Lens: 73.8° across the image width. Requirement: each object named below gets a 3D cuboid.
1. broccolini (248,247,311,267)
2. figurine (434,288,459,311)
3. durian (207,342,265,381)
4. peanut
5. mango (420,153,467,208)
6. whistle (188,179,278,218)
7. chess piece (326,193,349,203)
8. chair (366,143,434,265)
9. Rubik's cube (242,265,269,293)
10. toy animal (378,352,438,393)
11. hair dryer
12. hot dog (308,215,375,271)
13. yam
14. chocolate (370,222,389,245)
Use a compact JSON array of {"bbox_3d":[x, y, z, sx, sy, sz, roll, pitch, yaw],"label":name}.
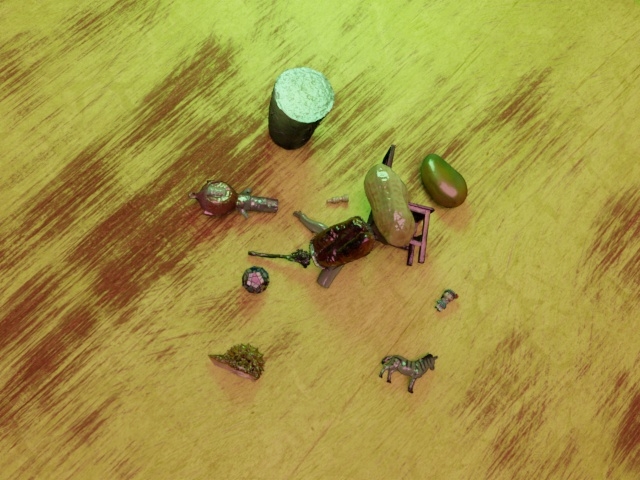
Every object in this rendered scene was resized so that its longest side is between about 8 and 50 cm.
[{"bbox_3d":[-0.162,0.062,1.677,0.254,0.058,0.071,4,64,0],"label":"broccolini"},{"bbox_3d":[0.518,0.249,1.756,0.060,0.047,0.106,41,82,9],"label":"figurine"},{"bbox_3d":[-0.318,0.457,1.611,0.224,0.078,0.141,9,81,-7],"label":"durian"},{"bbox_3d":[0.251,-0.127,1.530,0.152,0.152,0.313,-11,69,-8],"label":"peanut"},{"bbox_3d":[0.513,-0.250,1.788,0.156,0.114,0.251,-36,89,-3],"label":"mango"},{"bbox_3d":[-0.339,-0.156,1.673,0.345,0.134,0.142,6,45,-14],"label":"whistle"},{"bbox_3d":[0.070,-0.169,1.767,0.092,0.035,0.035,-11,84,-4],"label":"chess piece"},{"bbox_3d":[0.329,-0.133,1.712,0.240,0.203,0.416,16,82,0],"label":"chair"},{"bbox_3d":[-0.252,0.153,1.654,0.093,0.111,0.111,13,80,-33],"label":"Rubik's cube"},{"bbox_3d":[0.350,0.504,1.692,0.216,0.073,0.176,23,75,1],"label":"toy animal"},{"bbox_3d":[0.013,0.039,1.713,0.298,0.119,0.296,8,85,10],"label":"hair dryer"},{"bbox_3d":[0.077,0.010,1.597,0.270,0.081,0.163,-24,73,25],"label":"hot dog"},{"bbox_3d":[-0.089,-0.495,1.642,0.240,0.348,0.241,2,82,-13],"label":"yam"},{"bbox_3d":[0.237,-0.033,1.583,0.064,0.031,0.101,-36,82,-9],"label":"chocolate"}]
